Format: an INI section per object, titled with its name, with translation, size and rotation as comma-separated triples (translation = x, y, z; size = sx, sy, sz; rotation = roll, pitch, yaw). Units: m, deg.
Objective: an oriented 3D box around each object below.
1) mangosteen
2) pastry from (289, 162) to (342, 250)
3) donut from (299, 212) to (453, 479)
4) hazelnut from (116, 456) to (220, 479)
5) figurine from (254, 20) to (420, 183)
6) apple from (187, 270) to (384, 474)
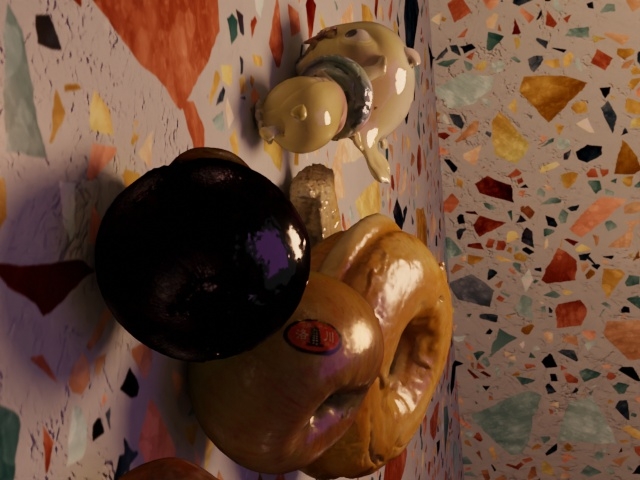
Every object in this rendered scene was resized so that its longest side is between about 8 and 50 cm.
[mangosteen]
translation = -0.123, 0.002, 0.928
size = 0.250, 0.211, 0.211
rotation = -121, -162, -56
[pastry]
translation = 0.002, -0.005, 1.545
size = 0.121, 0.089, 0.259
rotation = -55, 145, -44
[donut]
translation = 0.064, 0.173, 1.446
size = 0.449, 0.198, 0.449
rotation = -38, 135, -50
[hazelnut]
translation = -0.144, 0.300, 0.852
size = 0.182, 0.182, 0.182
rotation = 0, 90, -75
[figurine]
translation = 0.033, -0.204, 1.452
size = 0.275, 0.226, 0.394
rotation = 61, 29, -3
[apple]
translation = -0.044, 0.158, 1.126
size = 0.260, 0.194, 0.261
rotation = -32, 143, -28
